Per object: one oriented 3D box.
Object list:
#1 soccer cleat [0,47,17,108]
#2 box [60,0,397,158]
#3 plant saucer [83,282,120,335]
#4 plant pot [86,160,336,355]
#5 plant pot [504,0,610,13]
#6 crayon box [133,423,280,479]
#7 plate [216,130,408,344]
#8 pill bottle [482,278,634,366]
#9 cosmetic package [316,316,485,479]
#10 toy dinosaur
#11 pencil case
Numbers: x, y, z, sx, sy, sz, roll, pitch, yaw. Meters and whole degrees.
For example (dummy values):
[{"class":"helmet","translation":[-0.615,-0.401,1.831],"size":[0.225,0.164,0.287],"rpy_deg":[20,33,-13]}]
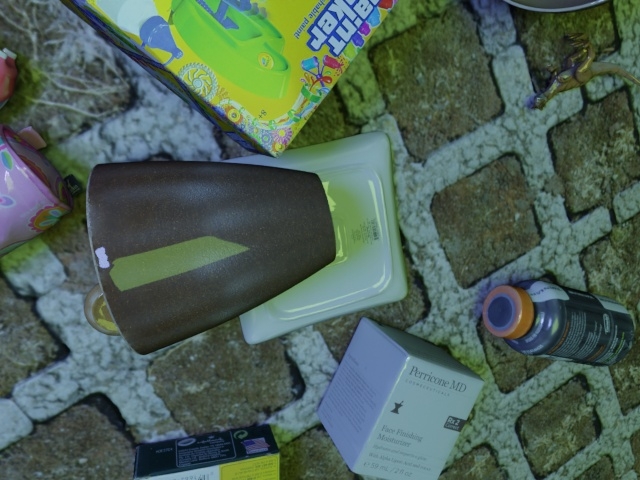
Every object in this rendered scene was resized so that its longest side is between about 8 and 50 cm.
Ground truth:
[{"class":"soccer cleat","translation":[-0.441,-0.215,0.463],"size":[0.248,0.083,0.095],"rpy_deg":[31,96,-25]},{"class":"box","translation":[-0.086,-0.293,0.514],"size":[0.279,0.177,0.290],"rpy_deg":[37,89,-24]},{"class":"plant saucer","translation":[-0.272,0.091,0.623],"size":[0.084,0.015,0.083],"rpy_deg":[-4,103,-19]},{"class":"plant pot","translation":[-0.106,-0.004,0.534],"size":[0.231,0.215,0.215],"rpy_deg":[-13,106,-8]},{"class":"plant pot","translation":[0.354,-0.440,0.606],"size":[0.191,0.284,0.284],"rpy_deg":[-22,113,-51]},{"class":"crayon box","translation":[-0.168,0.454,0.706],"size":[0.202,0.081,0.318],"rpy_deg":[-2,102,-19]},{"class":"plate","translation":[0.000,0.000,0.681],"size":[0.278,0.045,0.277],"rpy_deg":[-14,106,-16]},{"class":"pill bottle","translation":[0.404,0.140,0.805],"size":[0.246,0.130,0.130],"rpy_deg":[13,98,-22]},{"class":"cosmetic package","translation":[0.117,0.244,0.718],"size":[0.151,0.151,0.183],"rpy_deg":[23,94,-23]},{"class":"toy dinosaur","translation":[0.433,-0.280,0.767],"size":[0.212,0.064,0.112],"rpy_deg":[-20,126,-4]},{"class":"pencil case","translation":[-0.417,-0.013,0.498],"size":[0.284,0.124,0.124],"rpy_deg":[-35,111,-10]}]
